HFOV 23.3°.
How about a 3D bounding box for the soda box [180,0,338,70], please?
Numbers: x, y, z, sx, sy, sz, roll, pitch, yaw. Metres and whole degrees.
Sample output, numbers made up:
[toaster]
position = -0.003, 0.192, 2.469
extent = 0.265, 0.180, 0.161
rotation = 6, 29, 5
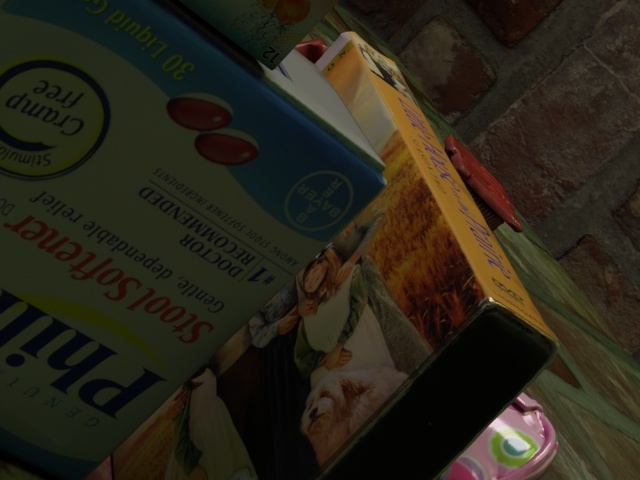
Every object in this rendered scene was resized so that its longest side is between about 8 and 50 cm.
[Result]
[soda box]
position = -0.072, -0.166, 0.797
extent = 0.183, 0.063, 0.058
rotation = 35, 17, -39

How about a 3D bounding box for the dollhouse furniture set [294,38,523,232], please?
[dollhouse furniture set]
position = 0.045, -0.095, 1.917
extent = 0.374, 0.201, 0.152
rotation = 42, 13, -15

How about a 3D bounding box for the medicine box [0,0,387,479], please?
[medicine box]
position = -0.160, -0.037, 0.917
extent = 0.263, 0.289, 0.149
rotation = 35, 17, -38

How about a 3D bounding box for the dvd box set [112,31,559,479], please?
[dvd box set]
position = -0.024, 0.056, 1.022
extent = 0.062, 0.307, 0.420
rotation = 36, 16, -25

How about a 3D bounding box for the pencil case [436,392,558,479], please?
[pencil case]
position = 0.093, 0.219, 1.004
extent = 0.124, 0.124, 0.284
rotation = -116, -163, -54
